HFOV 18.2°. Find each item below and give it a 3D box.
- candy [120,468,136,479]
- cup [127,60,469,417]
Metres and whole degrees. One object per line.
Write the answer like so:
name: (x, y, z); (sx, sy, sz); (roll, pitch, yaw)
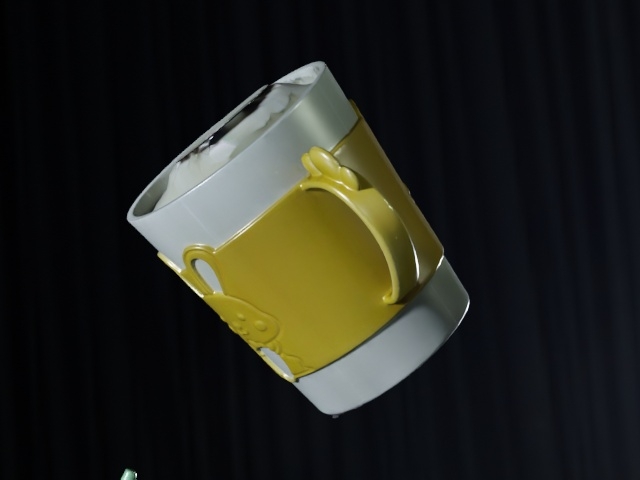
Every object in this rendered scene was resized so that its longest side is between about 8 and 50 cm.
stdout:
candy: (-0.156, 0.227, 1.190); (0.060, 0.201, 0.060); (26, 1, -1)
cup: (0.000, 0.000, 1.461); (0.185, 0.226, 0.241); (-43, 15, -19)
